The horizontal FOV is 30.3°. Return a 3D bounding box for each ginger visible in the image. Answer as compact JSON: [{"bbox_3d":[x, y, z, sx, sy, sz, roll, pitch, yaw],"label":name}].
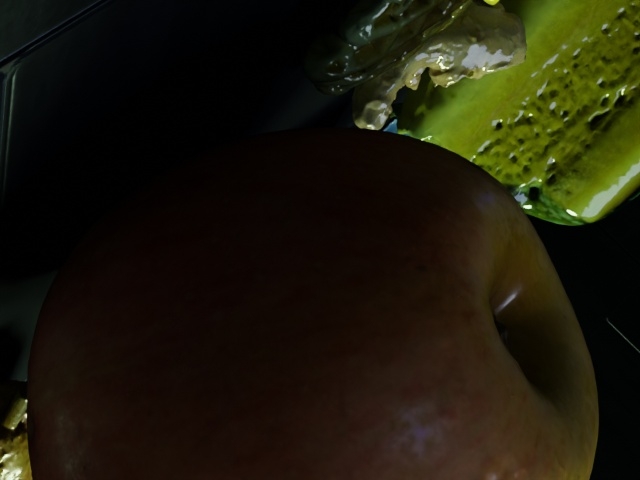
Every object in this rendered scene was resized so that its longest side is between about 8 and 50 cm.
[{"bbox_3d":[0.094,-0.149,0.959,0.173,0.069,0.051,-23,-154,-14],"label":"ginger"}]

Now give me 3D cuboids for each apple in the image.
[{"bbox_3d":[0.003,0.107,0.765,0.364,0.364,0.364,-44,172,-8],"label":"apple"}]

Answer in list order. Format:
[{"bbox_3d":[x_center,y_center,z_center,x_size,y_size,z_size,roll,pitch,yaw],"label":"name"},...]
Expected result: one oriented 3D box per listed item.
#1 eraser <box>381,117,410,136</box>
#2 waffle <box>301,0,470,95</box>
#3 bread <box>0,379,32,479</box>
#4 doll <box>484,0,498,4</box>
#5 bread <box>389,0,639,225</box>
[{"bbox_3d":[0.000,0.000,1.354,0.312,0.043,0.144,-49,172,-4],"label":"eraser"},{"bbox_3d":[0.074,-0.179,0.824,0.214,0.054,0.208,-43,174,13],"label":"waffle"},{"bbox_3d":[-0.261,0.180,0.886,0.344,0.084,0.124,-54,-170,49],"label":"bread"},{"bbox_3d":[0.179,-0.258,0.924,0.162,0.062,0.106,-48,-159,35],"label":"doll"},{"bbox_3d":[0.262,-0.192,1.087,0.376,0.251,0.208,-46,-166,15],"label":"bread"}]
